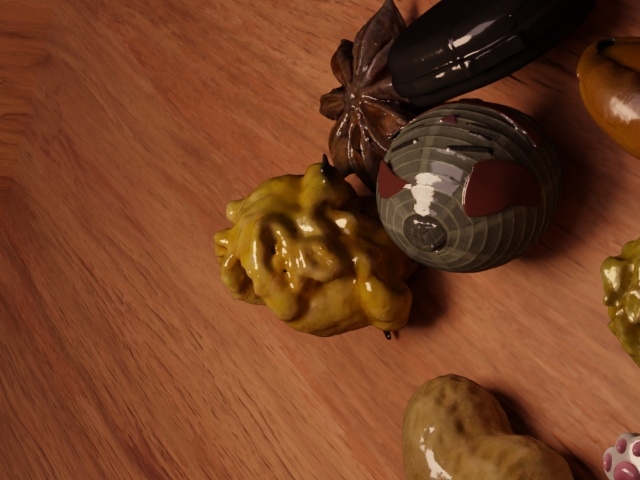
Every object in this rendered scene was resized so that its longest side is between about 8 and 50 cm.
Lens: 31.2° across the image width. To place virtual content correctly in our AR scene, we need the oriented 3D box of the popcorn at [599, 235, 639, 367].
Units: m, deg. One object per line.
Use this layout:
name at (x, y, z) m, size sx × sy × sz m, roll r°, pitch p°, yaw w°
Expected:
popcorn at (0.388, 0.052, 1.236) m, size 0.155 × 0.198 × 0.197 m, roll 54°, pitch 128°, yaw 44°

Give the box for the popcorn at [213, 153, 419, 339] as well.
popcorn at (0.000, 0.000, 1.723) m, size 0.297 × 0.316 × 0.281 m, roll -87°, pitch 1°, yaw -55°

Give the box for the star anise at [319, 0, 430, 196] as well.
star anise at (0.093, -0.222, 1.772) m, size 0.315 × 0.108 × 0.315 m, roll -20°, pitch 66°, yaw 53°

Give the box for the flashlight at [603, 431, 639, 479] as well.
flashlight at (0.366, 0.327, 1.342) m, size 0.093 × 0.047 × 0.200 m, roll 0°, pitch 85°, yaw 55°

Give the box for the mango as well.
mango at (0.385, -0.156, 1.287) m, size 0.236 × 0.166 × 0.136 m, roll 44°, pitch 116°, yaw 48°

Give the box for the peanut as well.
peanut at (0.219, 0.317, 1.452) m, size 0.192 × 0.169 × 0.387 m, roll -61°, pitch 40°, yaw 21°

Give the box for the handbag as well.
handbag at (0.215, -0.278, 1.494) m, size 0.308 × 0.254 × 0.093 m, roll -15°, pitch 115°, yaw 53°

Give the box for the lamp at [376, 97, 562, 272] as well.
lamp at (0.190, -0.066, 1.487) m, size 0.265 × 0.233 × 0.233 m, roll -5°, pitch 81°, yaw 40°
